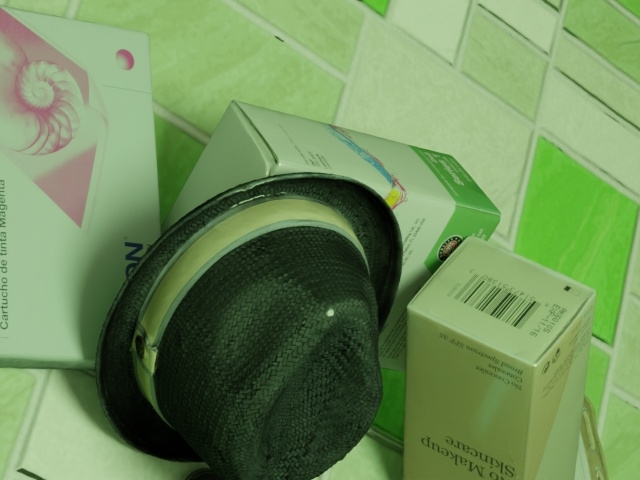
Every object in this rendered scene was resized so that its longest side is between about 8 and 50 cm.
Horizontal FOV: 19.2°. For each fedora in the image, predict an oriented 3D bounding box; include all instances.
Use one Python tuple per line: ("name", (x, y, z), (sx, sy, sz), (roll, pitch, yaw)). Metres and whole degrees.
("fedora", (-0.035, 0.107, 1.673), (0.334, 0.334, 0.152), (6, 34, -38))

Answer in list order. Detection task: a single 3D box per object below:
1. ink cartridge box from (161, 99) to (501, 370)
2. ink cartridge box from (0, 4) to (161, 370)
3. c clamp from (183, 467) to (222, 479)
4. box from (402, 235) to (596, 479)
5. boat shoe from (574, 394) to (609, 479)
("ink cartridge box", (0.000, 0.000, 1.805), (0.278, 0.201, 0.117), (12, 29, -37))
("ink cartridge box", (-0.291, -0.050, 1.681), (0.330, 0.071, 0.324), (5, 75, -40))
("c clamp", (-0.082, 0.296, 1.789), (0.137, 0.022, 0.161), (4, 76, -33))
("box", (0.169, 0.164, 1.841), (0.121, 0.148, 0.311), (-46, 148, -37))
("boat shoe", (0.276, 0.299, 2.018), (0.103, 0.113, 0.302), (-4, 79, -34))
